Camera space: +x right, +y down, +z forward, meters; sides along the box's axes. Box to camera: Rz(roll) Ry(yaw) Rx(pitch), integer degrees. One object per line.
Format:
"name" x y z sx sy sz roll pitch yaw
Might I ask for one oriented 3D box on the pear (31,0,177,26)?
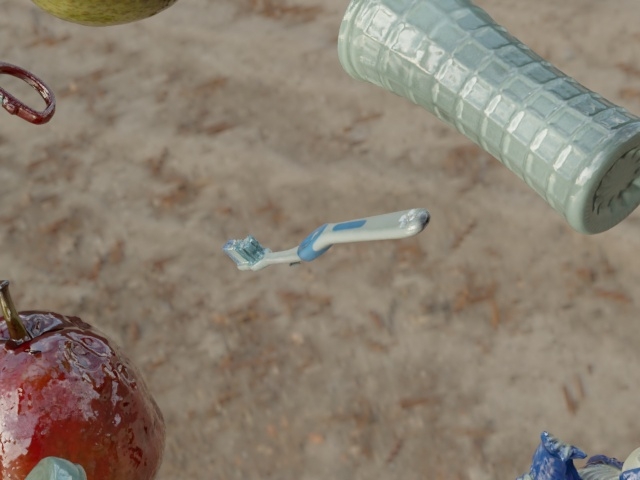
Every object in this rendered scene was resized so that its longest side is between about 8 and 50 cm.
"pear" -0.141 -0.220 1.102 0.167 0.167 0.136 -33 37 -23

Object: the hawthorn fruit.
"hawthorn fruit" -0.268 0.156 1.604 0.210 0.266 0.230 -25 35 -9

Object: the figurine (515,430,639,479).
"figurine" 0.285 0.263 1.686 0.164 0.262 0.121 1 68 -3

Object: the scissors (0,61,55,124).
"scissors" -0.357 -0.168 1.490 0.144 0.247 0.017 -44 -3 -41

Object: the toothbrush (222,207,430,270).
"toothbrush" 0.003 0.003 1.606 0.040 0.040 0.386 -36 13 -26

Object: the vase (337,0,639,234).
"vase" 0.164 -0.129 1.517 0.143 0.143 0.299 -33 55 -23

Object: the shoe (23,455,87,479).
"shoe" -0.211 0.262 1.245 0.100 0.251 0.103 24 34 -13
